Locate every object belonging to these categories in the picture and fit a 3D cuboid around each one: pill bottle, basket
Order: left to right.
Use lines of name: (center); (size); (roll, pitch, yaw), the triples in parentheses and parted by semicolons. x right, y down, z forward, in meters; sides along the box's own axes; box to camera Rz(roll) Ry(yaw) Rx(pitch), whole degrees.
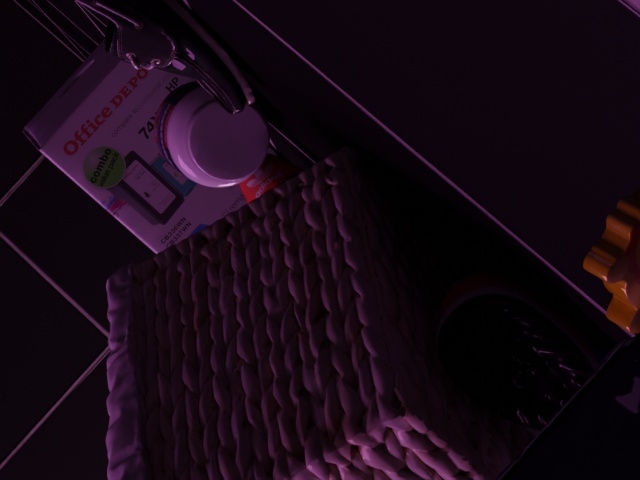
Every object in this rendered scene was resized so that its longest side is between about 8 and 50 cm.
pill bottle: (-0.110, -0.111, 1.379); (0.108, 0.108, 0.180); (43, 176, -15)
basket: (0.019, 0.162, 1.119); (0.328, 0.266, 0.331); (44, -157, -37)

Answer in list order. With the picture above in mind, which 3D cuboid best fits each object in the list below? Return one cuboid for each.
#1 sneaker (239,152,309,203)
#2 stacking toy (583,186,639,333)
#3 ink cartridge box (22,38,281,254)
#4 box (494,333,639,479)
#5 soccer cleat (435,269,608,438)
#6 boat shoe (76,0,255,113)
sneaker: (0.000, 0.000, 1.537); (0.148, 0.131, 0.350); (50, 175, 24)
stacking toy: (0.203, 0.092, 0.534); (0.167, 0.052, 0.221); (39, 162, 55)
ink cartridge box: (-0.207, -0.113, 1.697); (0.270, 0.198, 0.197); (43, 177, -22)
box: (0.344, 0.368, 0.760); (0.472, 0.297, 0.480); (47, 175, -35)
soccer cleat: (0.218, 0.139, 1.018); (0.318, 0.108, 0.116); (41, -163, -7)
boat shoe: (-0.157, -0.189, 1.192); (0.233, 0.079, 0.084); (42, 175, -20)
